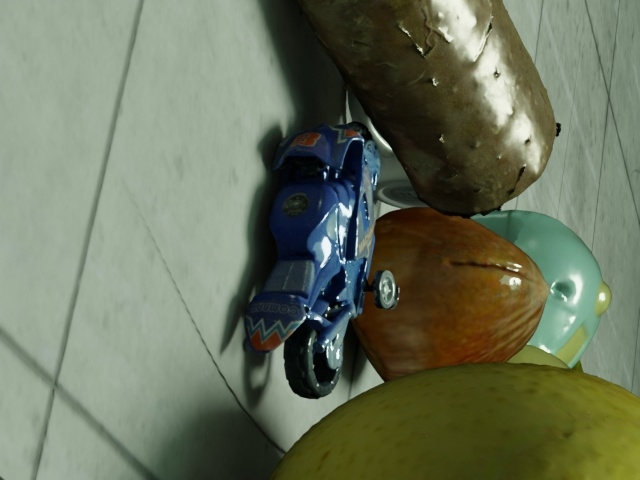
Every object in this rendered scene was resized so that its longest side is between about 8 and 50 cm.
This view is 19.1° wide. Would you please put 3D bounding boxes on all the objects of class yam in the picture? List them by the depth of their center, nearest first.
[{"bbox_3d":[0.070,-0.137,1.304,0.128,0.129,0.238,-42,133,-7],"label":"yam"}]

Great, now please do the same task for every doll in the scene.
[{"bbox_3d":[0.166,0.118,1.652,0.177,0.161,0.260,68,27,-57],"label":"doll"}]

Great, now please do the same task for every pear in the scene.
[{"bbox_3d":[0.105,0.242,1.187,0.348,0.348,0.348,2,90,-73],"label":"pear"}]

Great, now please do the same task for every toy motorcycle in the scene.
[{"bbox_3d":[0.000,0.000,1.254,0.114,0.076,0.205,50,46,-53],"label":"toy motorcycle"}]

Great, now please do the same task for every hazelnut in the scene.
[{"bbox_3d":[0.093,0.047,1.435,0.150,0.150,0.150,2,90,-73],"label":"hazelnut"}]

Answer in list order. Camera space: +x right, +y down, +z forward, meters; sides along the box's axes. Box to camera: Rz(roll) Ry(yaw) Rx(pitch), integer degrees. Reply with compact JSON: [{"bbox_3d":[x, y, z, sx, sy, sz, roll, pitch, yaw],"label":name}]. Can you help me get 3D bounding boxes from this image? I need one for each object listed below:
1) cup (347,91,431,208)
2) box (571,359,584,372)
[{"bbox_3d":[0.073,-0.099,1.469,0.099,0.136,0.133,150,-51,-69],"label":"cup"},{"bbox_3d":[0.199,0.171,1.827,0.193,0.121,0.030,70,28,-51],"label":"box"}]
